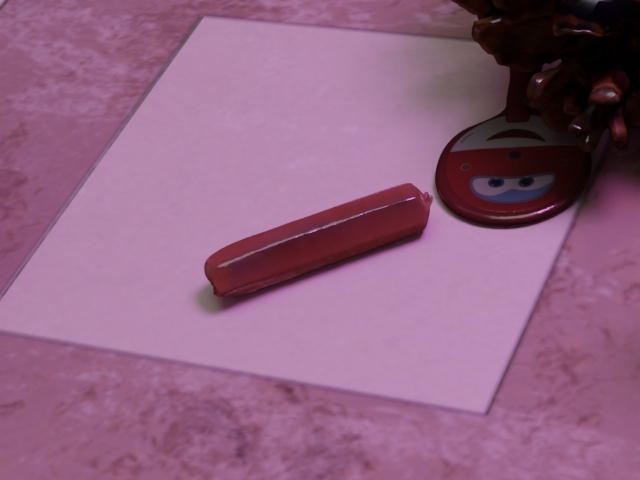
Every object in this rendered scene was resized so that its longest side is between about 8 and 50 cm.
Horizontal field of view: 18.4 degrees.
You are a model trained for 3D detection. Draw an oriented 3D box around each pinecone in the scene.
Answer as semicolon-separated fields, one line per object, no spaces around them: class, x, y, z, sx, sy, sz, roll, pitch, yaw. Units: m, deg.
pinecone;0.197;-0.179;1.215;0.243;0.243;0.257;-14;74;-1

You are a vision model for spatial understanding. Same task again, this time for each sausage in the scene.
sausage;0.000;-0.001;1.199;0.147;0.035;0.030;-19;72;-9

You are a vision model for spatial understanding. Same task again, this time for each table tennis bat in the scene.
table tennis bat;0.124;-0.063;1.253;0.098;0.019;0.155;-2;44;14
